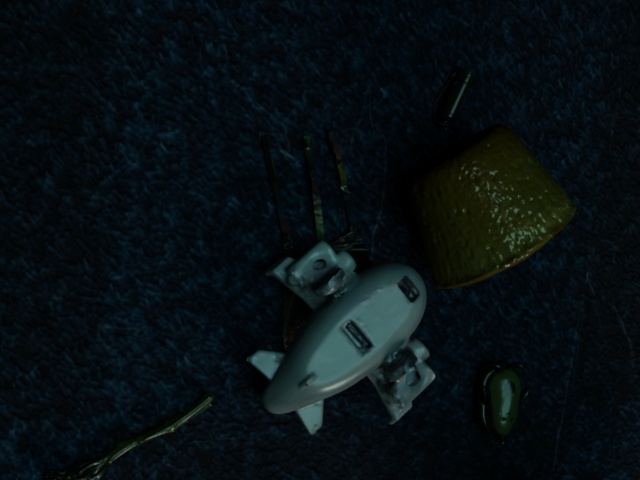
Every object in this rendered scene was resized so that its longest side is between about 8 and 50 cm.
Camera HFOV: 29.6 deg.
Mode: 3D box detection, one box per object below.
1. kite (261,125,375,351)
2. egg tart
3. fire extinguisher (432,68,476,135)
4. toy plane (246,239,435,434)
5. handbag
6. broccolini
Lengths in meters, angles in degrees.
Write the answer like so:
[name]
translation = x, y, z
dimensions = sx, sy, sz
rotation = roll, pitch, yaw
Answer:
[kite]
translation = 0.000, 0.000, 1.476
dimensions = 0.152, 0.015, 0.285
rotation = -18, 104, -22
[egg tart]
translation = 0.191, -0.044, 1.476
dimensions = 0.203, 0.202, 0.147
rotation = -34, 96, -17
[fire extinguisher]
translation = 0.166, -0.175, 1.526
dimensions = 0.038, 0.025, 0.083
rotation = 23, 86, 12
[toy plane]
translation = 0.025, 0.119, 1.446
dimensions = 0.245, 0.117, 0.244
rotation = 1, 85, -15
[handbag]
translation = 0.238, 0.213, 1.595
dimensions = 0.072, 0.047, 0.111
rotation = 1, 94, -24
[broccolini]
translation = -0.221, 0.234, 1.402
dimensions = 0.218, 0.042, 0.044
rotation = -33, 108, -24
